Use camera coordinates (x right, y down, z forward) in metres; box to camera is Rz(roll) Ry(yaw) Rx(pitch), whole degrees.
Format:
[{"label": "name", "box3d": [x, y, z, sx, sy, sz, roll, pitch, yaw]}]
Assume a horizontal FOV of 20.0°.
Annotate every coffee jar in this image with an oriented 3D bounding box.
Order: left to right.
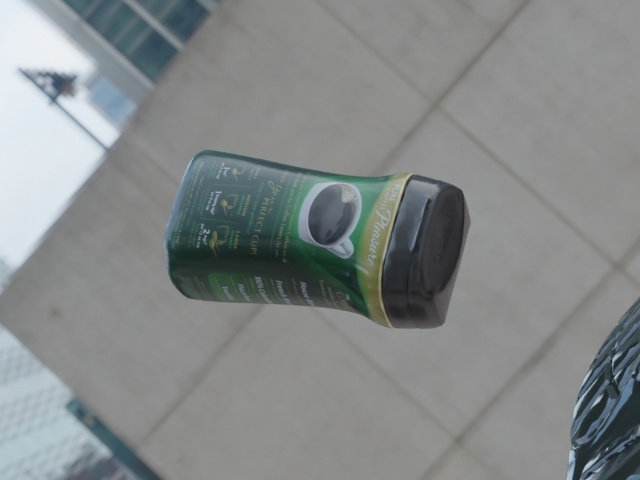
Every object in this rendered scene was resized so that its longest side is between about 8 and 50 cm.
[{"label": "coffee jar", "box3d": [0.000, 0.000, 1.157, 0.079, 0.184, 0.096, 66, -143, -57]}]

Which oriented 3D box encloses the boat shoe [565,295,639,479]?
[{"label": "boat shoe", "box3d": [0.199, 0.113, 0.925, 0.122, 0.120, 0.324, -45, 11, 48]}]
